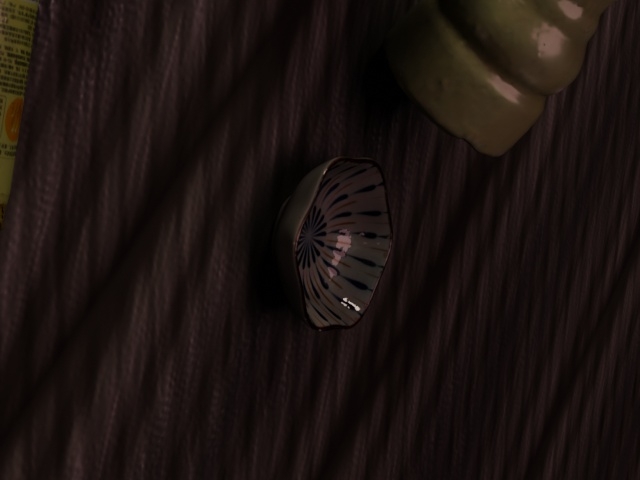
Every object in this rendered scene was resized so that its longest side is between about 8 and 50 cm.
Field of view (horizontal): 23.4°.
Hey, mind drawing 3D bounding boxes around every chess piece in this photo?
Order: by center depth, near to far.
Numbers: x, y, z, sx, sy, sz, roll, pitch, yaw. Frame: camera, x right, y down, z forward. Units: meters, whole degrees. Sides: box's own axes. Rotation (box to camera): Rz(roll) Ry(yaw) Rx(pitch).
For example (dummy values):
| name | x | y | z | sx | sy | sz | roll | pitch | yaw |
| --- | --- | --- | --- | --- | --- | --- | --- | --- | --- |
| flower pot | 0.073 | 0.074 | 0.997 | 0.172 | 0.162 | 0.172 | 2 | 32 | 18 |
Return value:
| name | x | y | z | sx | sy | sz | roll | pitch | yaw |
| --- | --- | --- | --- | --- | --- | --- | --- | --- | --- |
| chess piece | 0.266 | -0.297 | 1.574 | 0.442 | 0.234 | 0.234 | -46 | 155 | 24 |

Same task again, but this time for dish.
| name | x | y | z | sx | sy | sz | roll | pitch | yaw |
| --- | --- | --- | --- | --- | --- | --- | --- | --- | --- |
| dish | 0.000 | 0.000 | 1.570 | 0.190 | 0.066 | 0.191 | -25 | 120 | -54 |

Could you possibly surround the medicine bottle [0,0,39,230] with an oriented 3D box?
| name | x | y | z | sx | sy | sz | roll | pitch | yaw |
| --- | --- | --- | --- | --- | --- | --- | --- | --- | --- |
| medicine bottle | -0.268 | -0.112 | 1.097 | 0.124 | 0.124 | 0.239 | 4 | 97 | -56 |
